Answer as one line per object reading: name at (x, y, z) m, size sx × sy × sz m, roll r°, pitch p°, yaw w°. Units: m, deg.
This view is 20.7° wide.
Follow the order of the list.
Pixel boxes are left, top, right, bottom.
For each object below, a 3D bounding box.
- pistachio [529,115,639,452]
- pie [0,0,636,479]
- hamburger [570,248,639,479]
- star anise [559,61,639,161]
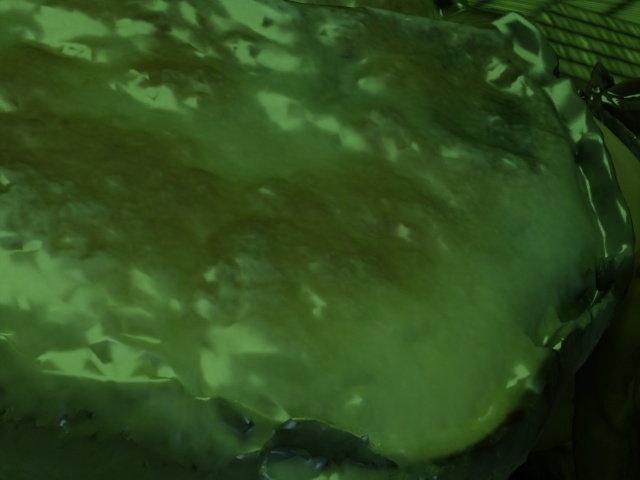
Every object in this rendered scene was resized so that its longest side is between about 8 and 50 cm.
pistachio at (0.000, 0.000, 0.710) m, size 0.299 × 0.187 × 0.187 m, roll 14°, pitch 22°, yaw -7°
pie at (-0.056, -0.042, 0.532) m, size 0.338 × 0.075 × 0.337 m, roll 15°, pitch 45°, yaw -15°
hamburger at (0.217, 0.064, 0.570) m, size 0.244 × 0.244 × 0.163 m, roll 1°, pitch 21°, yaw -23°
star anise at (0.162, -0.054, 1.015) m, size 0.212 × 0.073 × 0.197 m, roll -6°, pitch 24°, yaw -29°
